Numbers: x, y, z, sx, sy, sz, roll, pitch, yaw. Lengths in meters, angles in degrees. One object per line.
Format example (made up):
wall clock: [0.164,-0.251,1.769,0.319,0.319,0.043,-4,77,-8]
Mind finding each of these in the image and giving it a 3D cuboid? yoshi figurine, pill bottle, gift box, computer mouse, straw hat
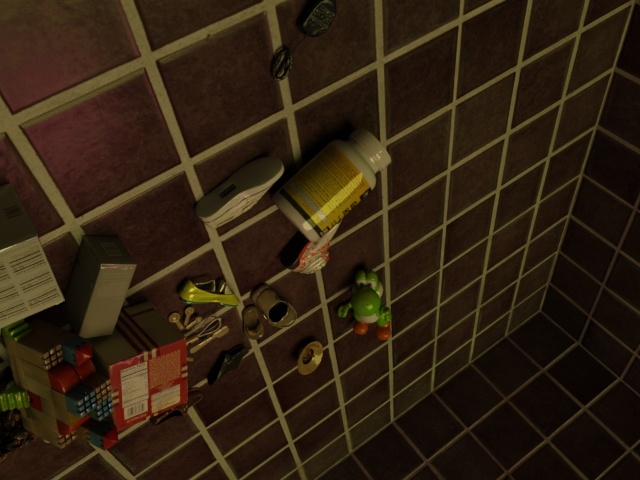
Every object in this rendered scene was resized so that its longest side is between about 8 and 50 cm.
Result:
yoshi figurine: [0.181,0.269,2.392,0.203,0.203,0.362,-27,140,-12]
pill bottle: [0.038,-0.167,1.788,0.334,0.188,0.188,-43,145,-2]
gift box: [-0.532,0.348,1.686,0.255,0.258,0.277,-11,120,-40]
computer mouse: [-0.047,-0.496,1.502,0.071,0.041,0.242,23,116,-44]
straw hat: [-0.058,0.455,2.453,0.144,0.061,0.145,-23,125,-38]

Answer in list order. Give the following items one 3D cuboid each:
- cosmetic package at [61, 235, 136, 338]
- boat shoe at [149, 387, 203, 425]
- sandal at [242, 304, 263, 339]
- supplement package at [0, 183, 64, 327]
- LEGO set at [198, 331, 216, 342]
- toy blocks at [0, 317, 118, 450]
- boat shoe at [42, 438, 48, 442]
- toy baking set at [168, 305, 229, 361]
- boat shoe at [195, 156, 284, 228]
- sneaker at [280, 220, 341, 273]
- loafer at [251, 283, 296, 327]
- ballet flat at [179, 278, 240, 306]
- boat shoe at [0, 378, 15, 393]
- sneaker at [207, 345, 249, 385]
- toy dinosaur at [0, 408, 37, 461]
cosmetic package: [-0.557,0.117,1.543,0.107,0.127,0.238,2,123,-47]
boat shoe: [-0.496,0.582,2.136,0.207,0.073,0.073,-19,137,-34]
sandal: [-0.229,0.293,2.122,0.072,0.049,0.180,-29,143,-21]
supplement package: [-0.661,0.032,1.287,0.149,0.194,0.203,-25,142,-24]
LEGO set: [-0.374,0.310,2.024,0.054,0.023,0.083,-54,157,18]
toy blocks: [-0.628,0.370,1.519,0.190,0.260,0.382,-37,134,-53]
boat shoe: [-0.748,0.517,1.826,0.183,0.065,0.083,-34,143,-26]
toy baking set: [-0.410,0.304,1.935,0.256,0.030,0.197,28,103,-44]
boat shoe: [-0.208,-0.124,1.671,0.267,0.096,0.088,-38,149,-6]
sneaker: [-0.001,0.000,2.014,0.270,0.090,0.145,-47,146,11]
loafer: [-0.150,0.245,2.114,0.102,0.092,0.268,-43,145,-2]
ballet flat: [-0.323,0.155,1.869,0.231,0.077,0.077,11,102,-48]
boat shoe: [-0.759,0.391,1.688,0.079,0.084,0.233,-19,170,36]
sneaker: [-0.328,0.445,2.179,0.089,0.051,0.170,11,115,-45]
toy dinosaur: [-0.876,0.547,1.663,0.322,0.164,0.218,-48,169,-33]
